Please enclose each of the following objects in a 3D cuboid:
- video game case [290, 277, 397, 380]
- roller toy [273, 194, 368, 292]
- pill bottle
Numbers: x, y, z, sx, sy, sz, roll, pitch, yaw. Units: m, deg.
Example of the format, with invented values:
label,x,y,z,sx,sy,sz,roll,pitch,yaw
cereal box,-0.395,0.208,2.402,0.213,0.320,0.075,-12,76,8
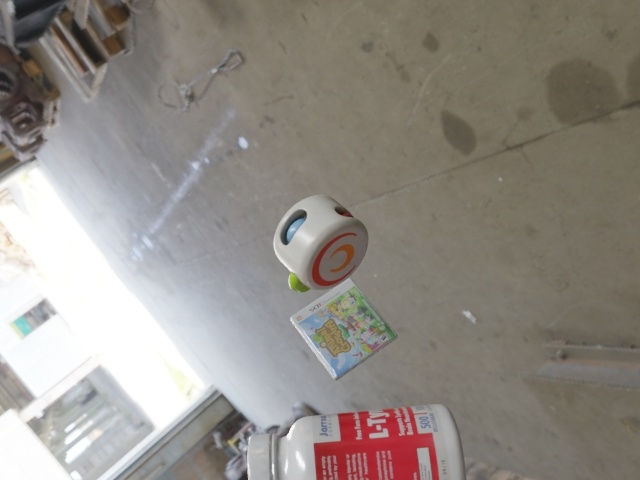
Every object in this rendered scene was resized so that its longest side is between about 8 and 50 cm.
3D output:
label,x,y,z,sx,sy,sz,roll,pitch,yaw
video game case,0.057,0.221,1.784,0.212,0.193,0.023,51,168,31
roller toy,0.000,0.000,1.591,0.146,0.209,0.191,43,146,37
pill bottle,0.068,0.457,1.394,0.229,0.407,0.229,175,90,-89
